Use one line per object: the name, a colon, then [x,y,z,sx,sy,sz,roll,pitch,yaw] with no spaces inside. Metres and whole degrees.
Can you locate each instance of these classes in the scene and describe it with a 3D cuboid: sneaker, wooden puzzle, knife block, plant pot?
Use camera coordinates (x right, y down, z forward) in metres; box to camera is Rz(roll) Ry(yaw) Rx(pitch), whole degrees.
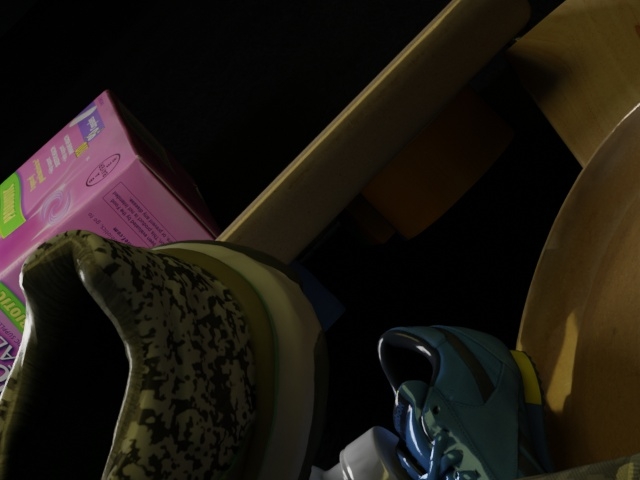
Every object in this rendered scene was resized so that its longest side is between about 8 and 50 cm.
sneaker: [0.070,0.114,0.854,0.069,0.082,0.209,-59,26,27]
wooden puzzle: [0.000,0.000,1.155,0.322,0.080,0.348,-45,0,-5]
knife block: [0.163,-0.086,1.102,0.242,0.088,0.275,-16,34,50]
plant pot: [0.161,0.036,0.846,0.236,0.032,0.236,-51,29,43]
sneaker: [-0.114,0.177,0.791,0.158,0.182,0.410,-2,73,25]

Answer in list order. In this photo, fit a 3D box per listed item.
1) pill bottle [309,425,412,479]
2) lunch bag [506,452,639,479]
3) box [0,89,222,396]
pill bottle: [-0.022,0.174,0.914,0.184,0.103,0.103,-39,22,10]
lunch bag: [0.028,0.238,0.639,0.235,0.169,0.287,-16,41,42]
box: [-0.210,0.021,1.495,0.243,0.117,0.213,-42,22,3]
